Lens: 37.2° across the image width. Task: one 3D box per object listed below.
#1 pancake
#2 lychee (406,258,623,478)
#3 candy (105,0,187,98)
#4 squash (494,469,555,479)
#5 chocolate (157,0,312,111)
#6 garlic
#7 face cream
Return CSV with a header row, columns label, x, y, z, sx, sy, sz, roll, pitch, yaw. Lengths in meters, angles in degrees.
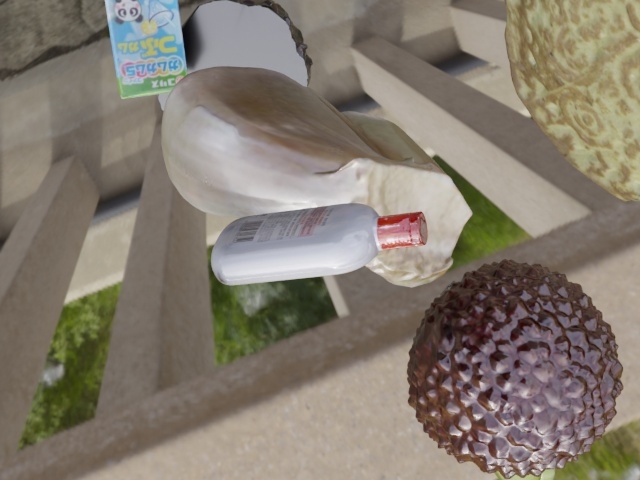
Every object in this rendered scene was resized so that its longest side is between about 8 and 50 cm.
label,x,y,z,sx,sy,sz,roll,pitch,yaw
pancake,0.195,-0.103,0.563,0.029,0.235,0.212,-38,121,-21
lychee,0.230,0.153,1.170,0.264,0.300,0.264,-13,124,-20
candy,-0.234,-0.292,1.270,0.097,0.062,0.194,-9,104,-10
squash,0.290,0.283,1.448,0.041,0.219,0.219,-9,109,-15
chocolate,-0.113,-0.277,1.419,0.206,0.177,0.224,35,118,-18
garlic,-0.020,-0.076,0.907,0.279,0.325,0.132,13,106,-39
face cream,0.000,0.000,0.371,0.083,0.040,0.021,-7,117,21
